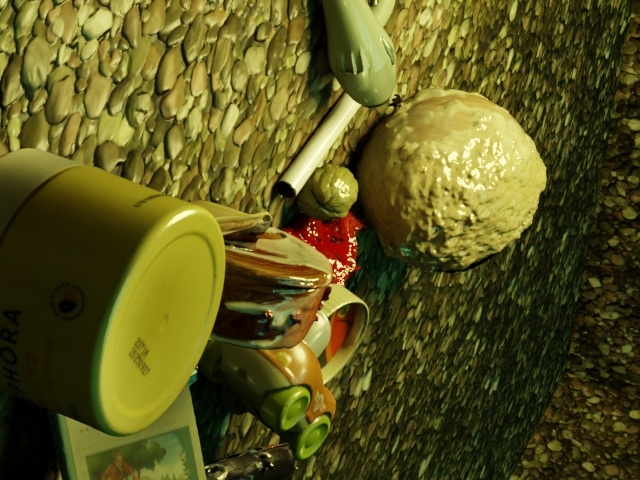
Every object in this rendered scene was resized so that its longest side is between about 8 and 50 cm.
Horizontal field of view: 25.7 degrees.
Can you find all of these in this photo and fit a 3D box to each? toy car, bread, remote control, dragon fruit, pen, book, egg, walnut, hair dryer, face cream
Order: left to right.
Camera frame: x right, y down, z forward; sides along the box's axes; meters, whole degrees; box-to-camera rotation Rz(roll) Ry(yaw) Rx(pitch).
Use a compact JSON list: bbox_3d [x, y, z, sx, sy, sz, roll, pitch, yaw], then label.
[{"bbox_3d":[-0.214,0.045,1.255,0.218,0.179,0.218,-53,153,-41],"label":"face cream"},{"bbox_3d":[-0.197,0.215,1.451,0.215,0.025,0.282,-10,87,-58],"label":"book"},{"bbox_3d":[-0.168,0.295,1.612,0.399,0.145,0.062,-2,75,-59],"label":"remote control"},{"bbox_3d":[-0.095,0.029,1.513,0.224,0.212,0.142,-14,126,-66],"label":"bread"},{"bbox_3d":[-0.027,0.147,1.830,0.235,0.145,0.235,-41,151,-29],"label":"toy car"},{"bbox_3d":[-0.010,0.010,1.964,0.092,0.122,0.192,-35,-166,43],"label":"dragon fruit"},{"bbox_3d":[0.009,-0.065,1.886,0.092,0.092,0.092,-53,154,-41],"label":"walnut"},{"bbox_3d":[0.015,-0.152,1.896,0.269,0.033,0.033,-55,155,-35],"label":"pen"},{"bbox_3d":[0.056,-0.331,1.813,0.229,0.092,0.267,45,52,-62],"label":"hair dryer"},{"bbox_3d":[0.188,-0.092,2.079,0.310,0.279,0.279,-30,138,-39],"label":"egg"}]

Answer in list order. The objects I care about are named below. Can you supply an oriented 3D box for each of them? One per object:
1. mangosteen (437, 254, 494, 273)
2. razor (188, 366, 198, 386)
[{"bbox_3d":[0.210,-0.061,2.292,0.194,0.194,0.230,-38,120,-56],"label":"mangosteen"},{"bbox_3d":[-0.185,0.249,1.727,0.082,0.042,0.253,-34,145,-30],"label":"razor"}]
